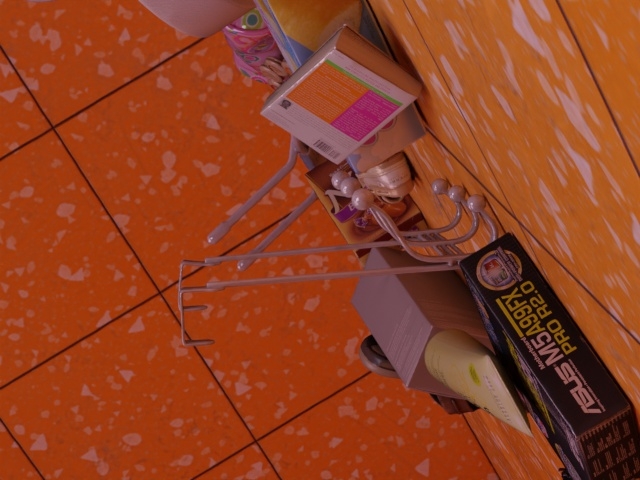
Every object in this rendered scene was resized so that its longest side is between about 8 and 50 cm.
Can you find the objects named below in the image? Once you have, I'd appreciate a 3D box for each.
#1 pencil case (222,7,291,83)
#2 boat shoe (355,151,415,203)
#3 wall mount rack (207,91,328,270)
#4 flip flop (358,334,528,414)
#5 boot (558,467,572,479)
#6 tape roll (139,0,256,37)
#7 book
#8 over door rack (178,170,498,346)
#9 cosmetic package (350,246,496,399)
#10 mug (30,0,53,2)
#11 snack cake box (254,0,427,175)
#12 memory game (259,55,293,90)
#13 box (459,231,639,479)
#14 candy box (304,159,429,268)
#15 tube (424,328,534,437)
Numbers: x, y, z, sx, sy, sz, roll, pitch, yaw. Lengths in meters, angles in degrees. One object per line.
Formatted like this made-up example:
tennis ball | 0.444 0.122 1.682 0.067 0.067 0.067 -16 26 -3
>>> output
pencil case | -0.073 -0.290 2.254 0.124 0.124 0.284 59 179 11
boat shoe | 0.085 -0.074 2.175 0.170 0.063 0.059 -166 51 -87
wall mount rack | -0.063 -0.116 2.525 0.350 0.130 0.304 49 -132 -74
flip flop | 0.169 0.197 2.351 0.277 0.080 0.112 13 -162 -29
boot | 0.344 0.337 2.157 0.099 0.045 0.121 -177 63 -86
tape roll | -0.199 -0.402 1.864 0.392 0.072 0.392 52 -162 -24
book | 0.019 -0.134 1.625 0.096 0.035 0.144 34 142 -16
over door rack | 0.000 0.000 1.730 0.239 0.324 0.108 -125 18 -82
cosmetic package | 0.143 0.107 2.285 0.127 0.107 0.238 13 -161 -23
mug | -0.311 -0.455 2.133 0.328 0.374 0.276 50 148 -17
snack cake box | 0.000 -0.214 1.703 0.264 0.089 0.152 61 177 -38
memory game | -0.001 -0.183 2.225 0.186 0.012 0.186 30 168 7
box | 0.231 0.142 1.646 0.216 0.060 0.270 59 179 31
candy box | 0.064 -0.054 2.421 0.187 0.109 0.053 57 178 45
tube | 0.160 0.136 1.736 0.070 0.062 0.240 18 -177 -12
